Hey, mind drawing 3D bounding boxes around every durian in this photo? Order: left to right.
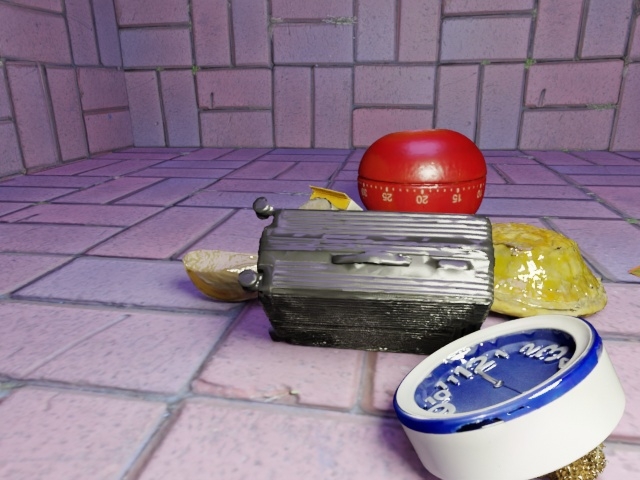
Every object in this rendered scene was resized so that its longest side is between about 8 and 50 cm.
[{"bbox_3d":[0.258,0.224,0.507,0.091,0.080,0.080,-23,26,-24],"label":"durian"}]

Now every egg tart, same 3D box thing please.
[{"bbox_3d":[0.392,0.046,0.937,0.342,0.132,0.341,0,17,0],"label":"egg tart"}]

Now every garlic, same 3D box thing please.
[{"bbox_3d":[-0.166,0.071,0.930,0.196,0.101,0.087,5,50,-2],"label":"garlic"}]

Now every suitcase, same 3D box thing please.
[{"bbox_3d":[0.073,0.061,0.711,0.335,0.229,0.152,2,59,9],"label":"suitcase"}]

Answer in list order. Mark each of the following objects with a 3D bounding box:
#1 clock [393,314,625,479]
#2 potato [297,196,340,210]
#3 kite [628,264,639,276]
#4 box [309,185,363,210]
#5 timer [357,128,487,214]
[{"bbox_3d":[0.200,0.166,0.523,0.230,0.083,0.230,-28,-1,-1],"label":"clock"},{"bbox_3d":[0.000,0.000,1.106,0.117,0.182,0.202,26,-20,-29],"label":"potato"},{"bbox_3d":[0.867,0.075,1.016,0.378,0.013,0.327,3,18,13],"label":"kite"},{"bbox_3d":[0.075,-0.056,1.183,0.129,0.033,0.247,19,-12,44],"label":"box"},{"bbox_3d":[0.299,-0.190,1.418,0.378,0.279,0.378,-3,17,1],"label":"timer"}]
